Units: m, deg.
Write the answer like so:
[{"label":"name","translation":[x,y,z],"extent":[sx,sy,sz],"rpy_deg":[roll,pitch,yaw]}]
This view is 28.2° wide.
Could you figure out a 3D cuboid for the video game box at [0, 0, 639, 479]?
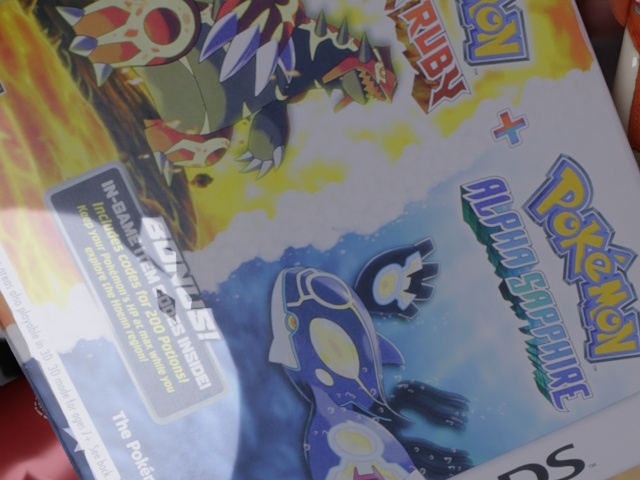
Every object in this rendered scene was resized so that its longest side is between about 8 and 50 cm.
[{"label":"video game box","translation":[0.000,0.000,0.377],"extent":[0.187,0.048,0.205],"rpy_deg":[-25,103,-3]}]

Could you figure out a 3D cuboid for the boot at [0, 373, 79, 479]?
[{"label":"boot","translation":[-0.065,0.008,0.437],"extent":[0.244,0.088,0.176],"rpy_deg":[-14,104,1]}]

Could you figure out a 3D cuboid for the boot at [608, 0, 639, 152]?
[{"label":"boot","translation":[0.124,-0.079,0.356],"extent":[0.084,0.059,0.158],"rpy_deg":[19,130,18]}]
